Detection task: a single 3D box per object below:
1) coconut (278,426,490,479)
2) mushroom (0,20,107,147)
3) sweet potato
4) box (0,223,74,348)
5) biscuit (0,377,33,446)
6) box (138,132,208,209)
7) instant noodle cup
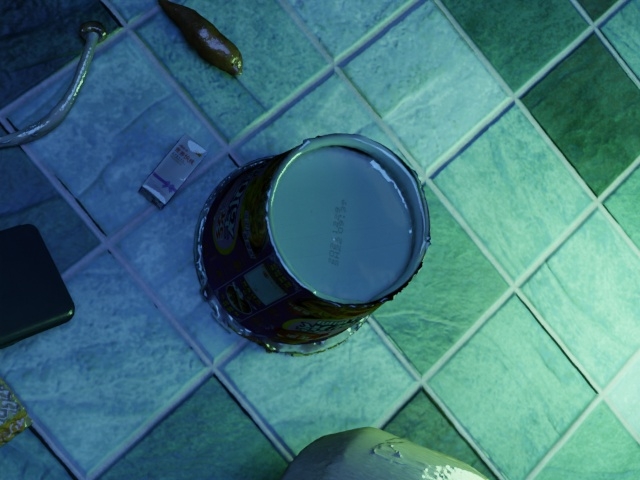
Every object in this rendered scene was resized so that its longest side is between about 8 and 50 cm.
[{"bbox_3d":[0.103,0.452,1.301,0.360,0.346,0.346,24,68,23],"label":"coconut"},{"bbox_3d":[-0.415,-0.213,1.414,0.068,0.043,0.306,30,71,7],"label":"mushroom"},{"bbox_3d":[-0.197,-0.338,1.509,0.195,0.056,0.056,44,68,-2],"label":"sweet potato"},{"bbox_3d":[-0.467,0.075,1.285,0.230,0.050,0.160,-22,83,-44],"label":"box"},{"bbox_3d":[-0.546,0.129,1.285,0.094,0.054,0.378,-37,93,-22],"label":"biscuit"},{"bbox_3d":[-0.230,-0.108,1.457,0.051,0.036,0.117,38,69,-10],"label":"box"},{"bbox_3d":[0.000,0.000,1.396,0.340,0.266,0.339,4,79,-19],"label":"instant noodle cup"}]
